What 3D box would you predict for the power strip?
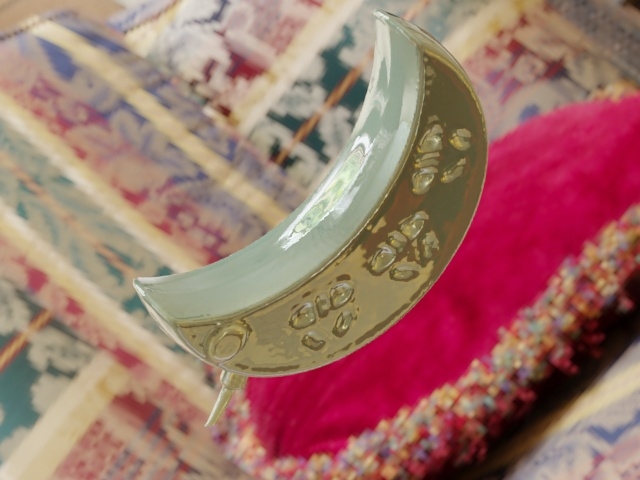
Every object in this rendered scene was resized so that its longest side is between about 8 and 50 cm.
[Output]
[{"bbox_3d":[0.000,0.000,0.817,0.044,0.216,0.137,43,4,42],"label":"power strip"}]
